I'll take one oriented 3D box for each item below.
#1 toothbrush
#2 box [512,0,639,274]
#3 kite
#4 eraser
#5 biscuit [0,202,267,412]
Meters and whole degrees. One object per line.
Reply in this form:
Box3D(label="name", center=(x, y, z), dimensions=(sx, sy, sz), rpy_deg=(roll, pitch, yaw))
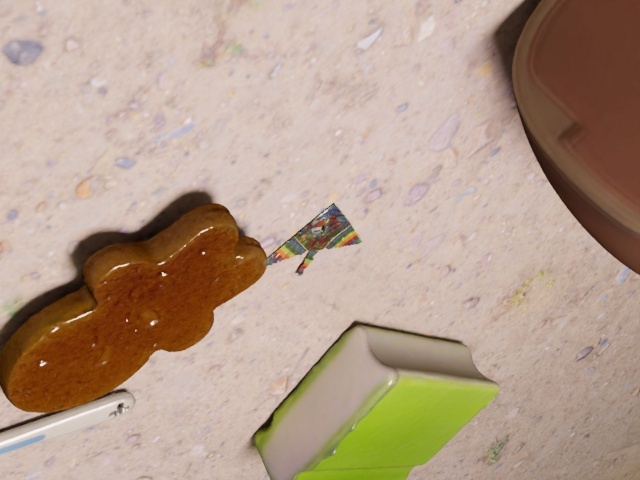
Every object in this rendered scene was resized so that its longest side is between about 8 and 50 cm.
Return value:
Box3D(label="toothbrush", center=(-0.320, 0.196, 0.897), dimensions=(0.386, 0.040, 0.040), rpy_deg=(-15, 143, -34))
Box3D(label="box", center=(0.322, -0.102, 0.952), dimensions=(0.301, 0.301, 0.216), rpy_deg=(-38, 158, -1))
Box3D(label="kite", center=(0.000, 0.000, 1.008), dimensions=(0.122, 0.004, 0.090), rpy_deg=(-9, 138, -41))
Box3D(label="eraser", center=(0.069, 0.205, 1.281), dimensions=(0.210, 0.092, 0.274), rpy_deg=(-49, 150, 19))
Box3D(label="biscuit", center=(-0.155, 0.058, 0.887), dimensions=(0.236, 0.039, 0.180), rpy_deg=(-36, 152, -2))
